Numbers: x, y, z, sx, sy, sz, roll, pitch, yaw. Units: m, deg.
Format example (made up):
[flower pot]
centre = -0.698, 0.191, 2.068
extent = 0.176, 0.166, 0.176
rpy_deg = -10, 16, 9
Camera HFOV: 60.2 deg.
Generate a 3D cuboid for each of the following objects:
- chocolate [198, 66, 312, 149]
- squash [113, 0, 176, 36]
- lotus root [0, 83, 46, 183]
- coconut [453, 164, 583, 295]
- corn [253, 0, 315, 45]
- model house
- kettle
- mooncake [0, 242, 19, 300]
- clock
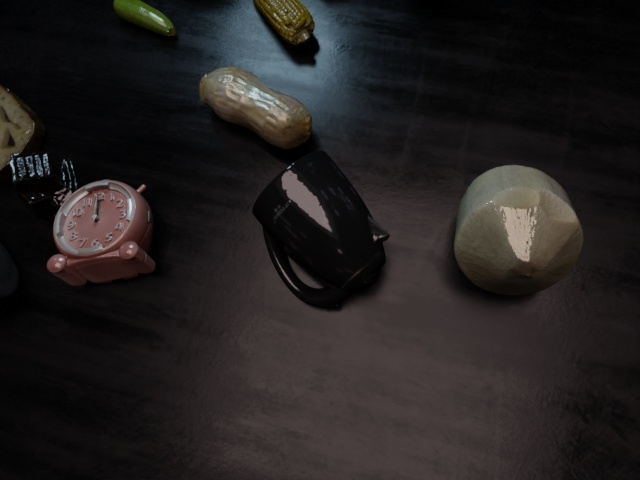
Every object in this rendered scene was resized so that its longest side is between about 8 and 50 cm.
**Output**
[chocolate]
centre = -0.155, -0.322, 1.318
extent = 0.309, 0.134, 0.134
rpy_deg = 28, 81, 14
[squash]
centre = -0.469, -0.596, 1.470
extent = 0.201, 0.066, 0.066
rpy_deg = 31, 82, 11
[lotus root]
centre = -0.807, -0.274, 1.430
extent = 0.170, 0.074, 0.261
rpy_deg = 11, 76, 10
[coconut]
centre = 0.384, -0.011, 1.083
extent = 0.237, 0.238, 0.266
rpy_deg = 12, 34, 11
[corn]
centre = -0.102, -0.591, 1.400
extent = 0.097, 0.097, 0.262
rpy_deg = -35, 70, -2
[model house]
centre = -0.681, -0.134, 1.338
extent = 0.106, 0.152, 0.166
rpy_deg = -24, 72, 8
[kettle]
centre = 0.000, 0.000, 1.200
extent = 0.268, 0.207, 0.290
rpy_deg = -43, 82, 26
[mooncake]
centre = -0.826, 0.060, 1.269
extent = 0.133, 0.245, 0.245
rpy_deg = -29, 74, 5
[clock]
centre = -0.501, -0.028, 1.299
extent = 0.226, 0.142, 0.242
rpy_deg = -11, 65, 5
